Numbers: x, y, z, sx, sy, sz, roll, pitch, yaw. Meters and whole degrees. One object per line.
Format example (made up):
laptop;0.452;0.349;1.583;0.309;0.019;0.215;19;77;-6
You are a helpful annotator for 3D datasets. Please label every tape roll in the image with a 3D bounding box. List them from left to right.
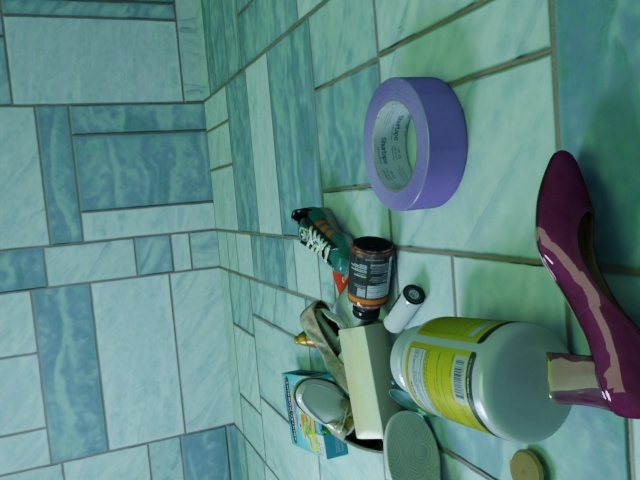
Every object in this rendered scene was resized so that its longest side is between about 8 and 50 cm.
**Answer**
tape roll;0.189;-0.201;1.274;0.275;0.090;0.275;173;90;-67

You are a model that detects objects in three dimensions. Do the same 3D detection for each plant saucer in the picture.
plant saucer;0.214;0.361;1.380;0.021;0.119;0.119;-59;9;-24

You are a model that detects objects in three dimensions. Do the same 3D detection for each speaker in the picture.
speaker;0.193;0.161;1.410;0.136;0.055;0.055;112;144;-51

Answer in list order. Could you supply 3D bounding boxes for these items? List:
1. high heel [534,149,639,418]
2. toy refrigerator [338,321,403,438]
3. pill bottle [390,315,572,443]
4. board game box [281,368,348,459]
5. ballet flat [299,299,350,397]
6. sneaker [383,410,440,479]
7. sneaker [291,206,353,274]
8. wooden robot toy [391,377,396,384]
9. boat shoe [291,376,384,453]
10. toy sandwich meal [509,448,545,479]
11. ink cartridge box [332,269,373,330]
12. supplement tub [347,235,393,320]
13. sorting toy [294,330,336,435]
high heel;0.408;0.050;0.846;0.181;0.127;0.377;-6;85;39
toy refrigerator;0.126;0.347;1.522;0.094;0.102;0.269;-15;81;39
pill bottle;0.264;0.230;1.080;0.334;0.188;0.188;170;93;-68
board game box;-0.028;0.568;2.030;0.336;0.079;0.254;155;107;-67
ballet flat;0.049;0.283;1.625;0.316;0.107;0.106;50;118;30
sneaker;0.214;0.573;1.389;0.148;0.131;0.350;100;162;-65
sneaker;0.000;0.000;1.721;0.302;0.121;0.108;-123;40;-54
wooden robot toy;0.232;0.313;1.376;0.079;0.076;0.173;45;153;0
boat shoe;0.062;0.451;1.568;0.113;0.302;0.103;-57;24;-7
toy sandwich meal;0.371;0.412;1.083;0.085;0.029;0.085;-19;69;61
ink cartridge box;0.070;0.154;1.709;0.232;0.066;0.189;68;153;25
supplement tub;0.120;0.096;1.502;0.106;0.106;0.198;-135;44;-57
sorting toy;0.009;0.404;1.787;0.127;0.126;0.365;93;165;-85
